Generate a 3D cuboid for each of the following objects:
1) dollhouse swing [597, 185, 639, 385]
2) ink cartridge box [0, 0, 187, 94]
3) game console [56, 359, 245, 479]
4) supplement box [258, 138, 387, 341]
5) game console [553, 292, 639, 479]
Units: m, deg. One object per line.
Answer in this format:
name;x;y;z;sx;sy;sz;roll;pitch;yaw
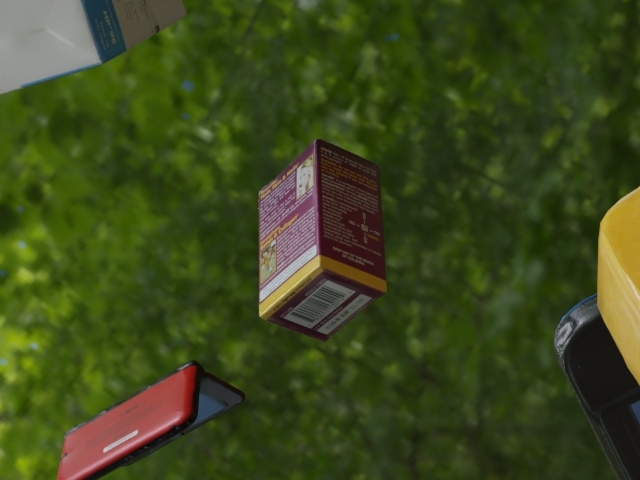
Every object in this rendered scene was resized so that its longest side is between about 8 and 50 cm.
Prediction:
dollhouse swing;0.112;-0.179;0.442;0.315;0.305;0.347;-29;-46;-25
ink cartridge box;-0.153;-0.144;1.035;0.180;0.104;0.060;-49;-57;-65
game console;-0.144;0.175;1.440;0.144;0.124;0.085;-31;-64;15
supplement box;0.000;0.000;0.841;0.043;0.083;0.055;22;-42;-28
game console;0.297;0.127;0.856;0.250;0.173;0.293;-27;-53;4
